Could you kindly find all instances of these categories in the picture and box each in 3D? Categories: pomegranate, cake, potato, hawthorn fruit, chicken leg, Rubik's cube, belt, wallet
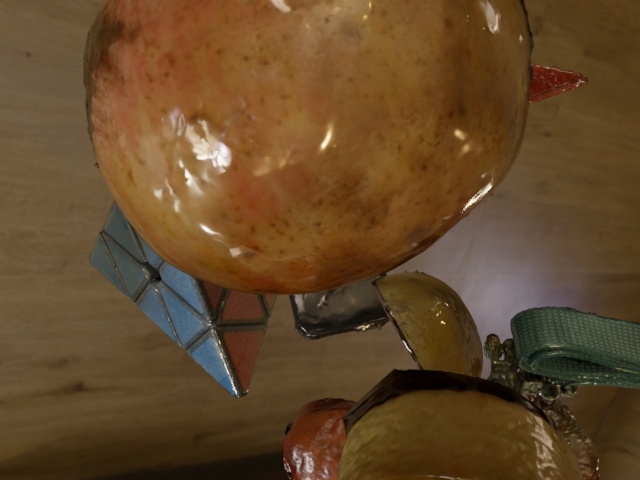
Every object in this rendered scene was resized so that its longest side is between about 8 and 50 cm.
[{"bbox_3d":[-0.004,-0.105,0.480,0.322,0.322,0.321,-20,127,-29],"label":"pomegranate"},{"bbox_3d":[0.085,0.218,0.475,0.178,0.208,0.185,-55,153,-51],"label":"cake"},{"bbox_3d":[0.181,0.145,1.023,0.116,0.239,0.299,-26,159,6],"label":"potato"},{"bbox_3d":[0.029,0.319,1.048,0.174,0.173,0.179,-7,156,-36],"label":"hawthorn fruit"},{"bbox_3d":[0.354,-0.324,1.270,0.158,0.262,0.159,-16,91,-61],"label":"cake"},{"bbox_3d":[0.347,0.351,1.072,0.322,0.178,0.083,-52,162,-28],"label":"chicken leg"},{"bbox_3d":[-0.148,0.009,0.822,0.229,0.228,0.233,26,101,-16],"label":"Rubik's cube"},{"bbox_3d":[0.249,0.108,0.606,0.179,0.065,0.100,10,144,-7],"label":"belt"},{"bbox_3d":[0.010,0.003,1.288,0.197,0.377,0.051,-14,157,-4],"label":"wallet"}]
